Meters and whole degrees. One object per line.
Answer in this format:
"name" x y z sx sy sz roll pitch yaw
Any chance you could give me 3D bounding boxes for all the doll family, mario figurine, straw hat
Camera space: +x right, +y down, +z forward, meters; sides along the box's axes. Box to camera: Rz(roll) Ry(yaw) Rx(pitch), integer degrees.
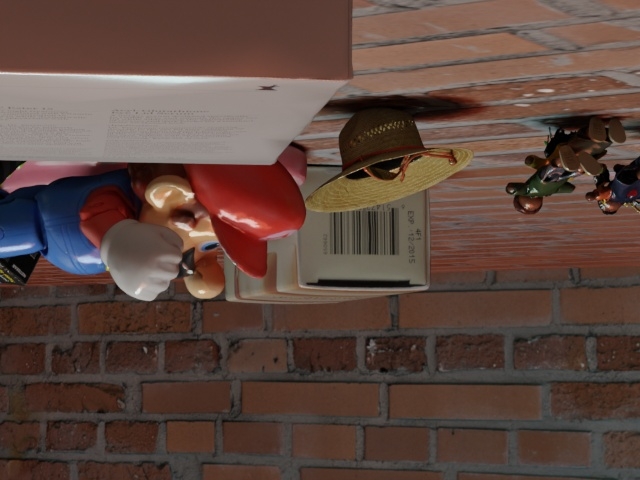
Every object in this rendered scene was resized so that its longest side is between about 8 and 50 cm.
"doll family" 0.244 -0.059 1.493 0.193 0.076 0.111 7 154 -21
"mario figurine" -0.165 0.009 1.413 0.320 0.198 0.170 -9 136 16
"straw hat" 0.049 -0.075 1.411 0.144 0.061 0.144 -15 168 -3

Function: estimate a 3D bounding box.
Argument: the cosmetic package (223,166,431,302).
"cosmetic package" 0.000 0.000 1.908 0.153 0.129 0.296 0 176 -16

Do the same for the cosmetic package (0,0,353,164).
"cosmetic package" -0.190 -0.103 0.884 0.377 0.097 0.284 1 177 -9

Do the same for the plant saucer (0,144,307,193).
"plant saucer" -0.178 -0.045 1.662 0.332 0.084 0.332 0 176 0

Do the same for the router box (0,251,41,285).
"router box" -0.352 -0.028 1.565 0.133 0.046 0.179 5 150 36

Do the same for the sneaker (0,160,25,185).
"sneaker" -0.264 -0.068 1.298 0.084 0.097 0.234 -1 175 23
